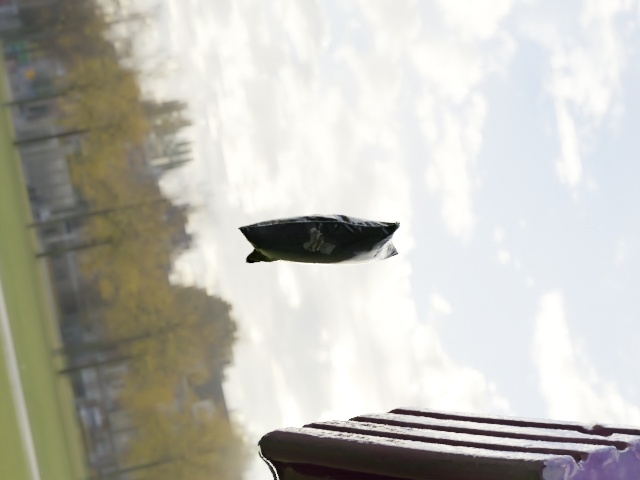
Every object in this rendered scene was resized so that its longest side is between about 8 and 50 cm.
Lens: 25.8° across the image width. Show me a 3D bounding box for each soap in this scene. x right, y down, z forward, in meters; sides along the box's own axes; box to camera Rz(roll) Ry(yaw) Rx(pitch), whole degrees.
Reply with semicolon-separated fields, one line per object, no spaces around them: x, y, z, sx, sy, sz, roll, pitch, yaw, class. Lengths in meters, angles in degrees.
0.077;0.127;0.714;0.203;0.122;0.066;-2;-88;49;soap

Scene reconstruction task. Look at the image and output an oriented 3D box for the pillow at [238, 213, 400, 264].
0.000;-0.001;1.310;0.090;0.150;0.048;3;86;-87;pillow
